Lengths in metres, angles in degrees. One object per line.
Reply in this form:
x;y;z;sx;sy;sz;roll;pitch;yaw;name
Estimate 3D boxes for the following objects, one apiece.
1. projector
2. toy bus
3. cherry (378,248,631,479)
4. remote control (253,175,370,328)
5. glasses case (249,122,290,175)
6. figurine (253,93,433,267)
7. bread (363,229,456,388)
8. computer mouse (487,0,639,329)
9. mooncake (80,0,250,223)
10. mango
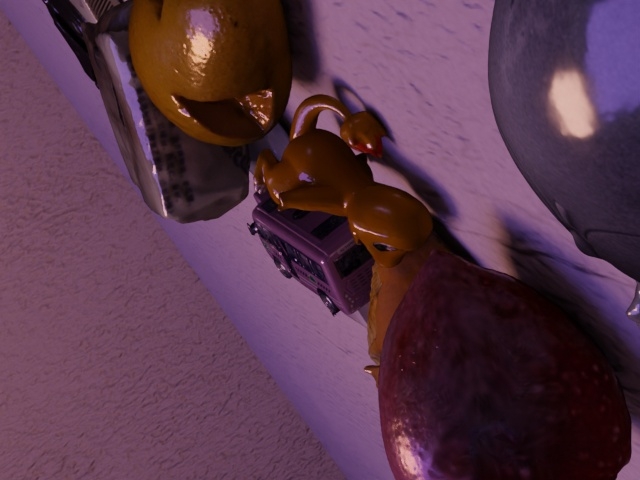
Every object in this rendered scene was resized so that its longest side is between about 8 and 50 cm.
-0.343;-0.310;1.572;0.259;0.079;0.257;35;159;50;projector
0.000;0.000;1.164;0.199;0.096;0.108;33;157;54;toy bus
0.137;0.122;0.810;0.249;0.192;0.175;66;-159;-2;cherry
-0.003;0.010;1.356;0.250;0.034;0.103;57;167;-23;remote control
-0.067;-0.109;1.211;0.067;0.045;0.178;54;169;-4;glasses case
0.031;-0.058;0.915;0.176;0.121;0.122;39;134;24;figurine
0.104;0.103;0.985;0.251;0.133;0.174;49;170;8;bread
0.154;-0.031;0.516;0.167;0.090;0.379;45;168;35;computer mouse
-0.175;-0.158;1.175;0.250;0.136;0.254;-139;32;-67;mooncake
-0.096;-0.178;0.922;0.167;0.130;0.262;49;164;11;mango
